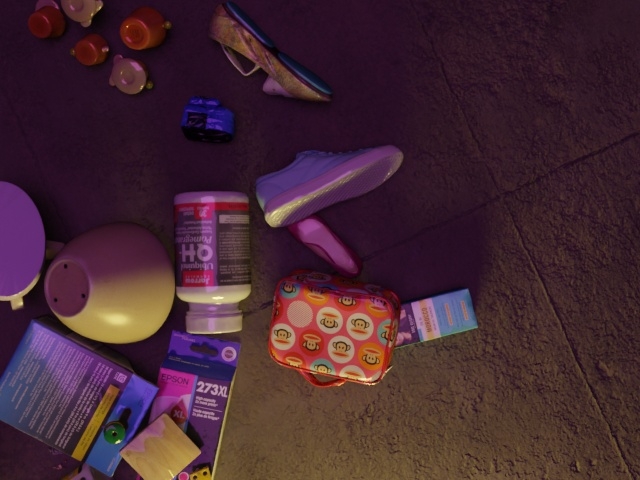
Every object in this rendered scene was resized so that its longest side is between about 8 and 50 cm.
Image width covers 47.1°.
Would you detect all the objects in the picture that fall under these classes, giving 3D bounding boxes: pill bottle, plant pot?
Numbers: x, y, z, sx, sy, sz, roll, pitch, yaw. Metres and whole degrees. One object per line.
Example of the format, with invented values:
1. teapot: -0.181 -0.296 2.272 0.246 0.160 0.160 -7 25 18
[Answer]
1. pill bottle: -0.589 0.617 1.709 0.208 0.119 0.119 -35 90 -1
2. plant pot: -0.495 0.098 1.634 0.284 0.191 0.284 0 90 24
3. pill bottle: -0.249 0.050 1.698 0.176 0.176 0.319 -2 89 -1

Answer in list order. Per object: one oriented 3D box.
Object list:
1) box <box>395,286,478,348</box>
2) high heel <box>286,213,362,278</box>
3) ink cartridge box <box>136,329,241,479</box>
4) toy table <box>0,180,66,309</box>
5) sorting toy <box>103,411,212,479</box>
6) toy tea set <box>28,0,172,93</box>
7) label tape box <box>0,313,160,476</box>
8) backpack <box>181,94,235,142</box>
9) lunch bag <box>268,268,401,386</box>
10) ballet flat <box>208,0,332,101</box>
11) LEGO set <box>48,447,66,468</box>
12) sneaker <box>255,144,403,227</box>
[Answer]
1. box: 0.244 0.188 1.762 0.244 0.060 0.101 -14 89 -2
2. high heel: 0.000 0.000 1.733 0.082 0.117 0.244 -43 90 -1
3. ink cartridge box: -0.312 0.412 1.749 0.175 0.069 0.371 12 86 -1
4. toy table: -0.714 0.022 1.666 0.252 0.161 0.274 1 68 -14
5. sorting toy: -0.362 0.484 1.680 0.132 0.046 0.274 -41 106 -11
6. toy tea set: -0.522 -0.506 1.756 0.336 0.124 0.200 29 118 -4
7. label tape box: -0.570 0.360 1.721 0.333 0.106 0.241 29 89 -2
8. backpack: -0.261 -0.287 1.744 0.120 0.098 0.101 9 85 0
9. lunch bag: 0.029 0.216 1.692 0.293 0.120 0.258 12 104 14
10. ballet flat: -0.127 -0.420 1.752 0.348 0.123 0.123 41 88 -1
11. LEGO set: -0.625 0.509 1.758 0.054 0.023 0.083 -15 89 -1
12. sneaker: 0.014 -0.170 1.734 0.365 0.135 0.150 -22 65 -13
